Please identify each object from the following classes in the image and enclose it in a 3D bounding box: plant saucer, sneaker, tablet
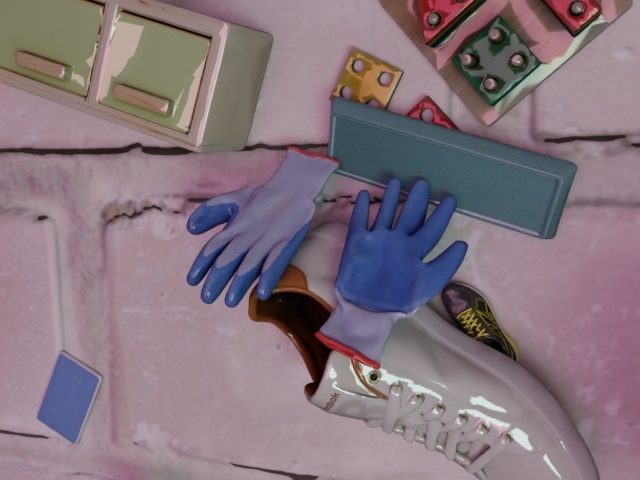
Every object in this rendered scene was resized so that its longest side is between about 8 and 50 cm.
[{"bbox_3d":[0.089,-0.054,0.564,0.192,0.018,0.067,20,129,19],"label":"plant saucer"},{"bbox_3d":[0.062,0.117,0.549,0.290,0.123,0.106,40,137,15],"label":"sneaker"},{"bbox_3d":[0.125,0.068,0.577,0.031,0.035,0.083,-43,83,19],"label":"sneaker"},{"bbox_3d":[-0.251,0.157,0.741,0.054,0.006,0.083,28,106,14],"label":"tablet"}]

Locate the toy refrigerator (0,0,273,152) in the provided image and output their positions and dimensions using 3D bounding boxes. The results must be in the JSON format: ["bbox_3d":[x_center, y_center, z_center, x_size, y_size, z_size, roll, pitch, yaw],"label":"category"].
[{"bbox_3d":[-0.187,-0.162,0.622,0.269,0.094,0.102,21,104,15],"label":"toy refrigerator"}]

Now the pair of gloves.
[{"bbox_3d":[0.000,0.000,0.541,0.198,0.159,0.023,22,148,18],"label":"pair of gloves"}]

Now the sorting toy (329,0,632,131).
[{"bbox_3d":[0.121,-0.168,0.537,0.274,0.046,0.132,-41,84,21],"label":"sorting toy"}]
